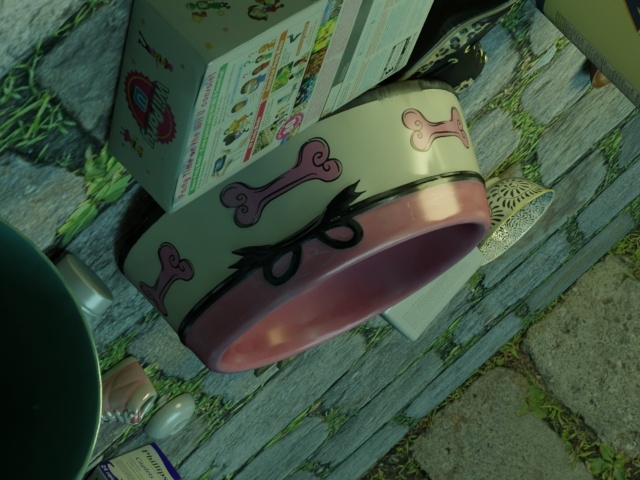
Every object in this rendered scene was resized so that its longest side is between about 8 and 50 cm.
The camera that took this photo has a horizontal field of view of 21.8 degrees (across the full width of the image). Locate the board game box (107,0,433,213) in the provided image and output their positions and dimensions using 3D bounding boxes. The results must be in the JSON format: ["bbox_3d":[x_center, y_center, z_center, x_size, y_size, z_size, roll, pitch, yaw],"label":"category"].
[{"bbox_3d":[-0.032,-0.182,1.473,0.303,0.097,0.224,-34,161,-30],"label":"board game box"}]

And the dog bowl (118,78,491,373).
[{"bbox_3d":[0.000,0.000,1.764,0.408,0.150,0.408,-27,167,-7],"label":"dog bowl"}]

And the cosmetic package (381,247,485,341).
[{"bbox_3d":[0.096,0.013,2.133,0.151,0.151,0.184,-48,160,-1],"label":"cosmetic package"}]

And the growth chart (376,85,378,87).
[{"bbox_3d":[0.111,-0.241,1.786,0.172,0.021,0.237,-42,164,-3],"label":"growth chart"}]

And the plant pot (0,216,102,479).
[{"bbox_3d":[-0.346,0.136,1.250,0.293,0.293,0.235,-27,172,-42],"label":"plant pot"}]

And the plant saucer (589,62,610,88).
[{"bbox_3d":[0.453,-0.293,2.443,0.168,0.029,0.168,-38,163,-14],"label":"plant saucer"}]

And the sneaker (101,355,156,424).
[{"bbox_3d":[-0.257,0.204,1.995,0.134,0.070,0.051,-36,165,-16],"label":"sneaker"}]

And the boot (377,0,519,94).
[{"bbox_3d":[0.153,-0.232,1.727,0.236,0.085,0.178,-38,165,8],"label":"boot"}]

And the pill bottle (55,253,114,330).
[{"bbox_3d":[-0.272,0.083,1.626,0.137,0.078,0.078,-44,164,7],"label":"pill bottle"}]

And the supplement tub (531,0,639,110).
[{"bbox_3d":[0.418,-0.262,1.900,0.235,0.325,0.235,-38,163,-14],"label":"supplement tub"}]

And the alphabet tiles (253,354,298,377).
[{"bbox_3d":[0.023,0.063,2.360,0.285,0.011,0.342,-39,164,-26],"label":"alphabet tiles"}]

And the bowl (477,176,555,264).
[{"bbox_3d":[0.274,-0.045,2.574,0.170,0.080,0.170,-39,164,-13],"label":"bowl"}]

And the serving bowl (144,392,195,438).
[{"bbox_3d":[-0.205,0.249,2.311,0.083,0.027,0.083,-38,164,-13],"label":"serving bowl"}]

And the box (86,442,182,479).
[{"bbox_3d":[-0.284,0.365,2.346,0.126,0.072,0.137,-50,163,27],"label":"box"}]
